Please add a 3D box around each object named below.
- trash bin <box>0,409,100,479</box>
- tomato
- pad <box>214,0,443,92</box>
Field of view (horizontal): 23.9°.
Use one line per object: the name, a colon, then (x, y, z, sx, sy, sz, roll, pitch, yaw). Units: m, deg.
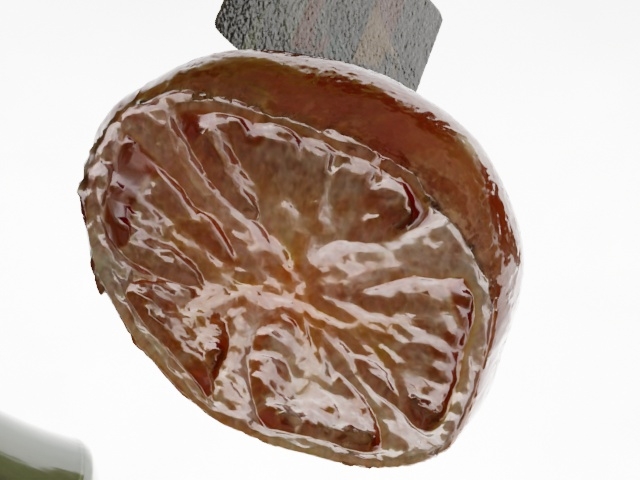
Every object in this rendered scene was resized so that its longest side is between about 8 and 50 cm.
trash bin: (-0.347, 0.186, 0.960, 0.432, 0.280, 0.280, 31, -106, -16)
tomato: (0.000, 0.000, 0.751, 0.237, 0.237, 0.095, 33, -134, 6)
pad: (0.013, -0.147, 1.012, 0.003, 0.211, 0.143, 9, -109, 38)
